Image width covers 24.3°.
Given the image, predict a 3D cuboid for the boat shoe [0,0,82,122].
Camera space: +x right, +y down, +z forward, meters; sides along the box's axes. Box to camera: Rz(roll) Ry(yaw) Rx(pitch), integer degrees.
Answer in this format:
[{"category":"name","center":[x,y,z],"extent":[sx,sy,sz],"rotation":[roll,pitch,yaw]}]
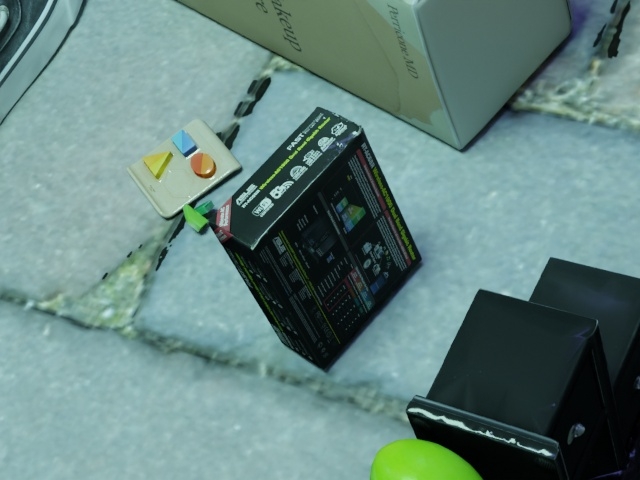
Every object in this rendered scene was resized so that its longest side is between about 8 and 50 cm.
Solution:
[{"category":"boat shoe","center":[-0.261,-0.147,1.031],"extent":[0.108,0.102,0.301],"rotation":[13,60,26]}]

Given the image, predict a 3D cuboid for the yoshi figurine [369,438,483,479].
[{"category":"yoshi figurine","center":[0.124,0.243,0.593],"extent":[0.203,0.203,0.362],"rotation":[-17,59,-27]}]

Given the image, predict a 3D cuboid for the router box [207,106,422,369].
[{"category":"router box","center":[0.000,0.000,0.824],"extent":[0.038,0.122,0.092],"rotation":[30,68,38]}]

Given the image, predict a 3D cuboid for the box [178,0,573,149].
[{"category":"box","center":[-0.001,-0.199,0.958],"extent":[0.311,0.148,0.121],"rotation":[31,70,35]}]

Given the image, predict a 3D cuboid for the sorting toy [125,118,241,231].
[{"category":"sorting toy","center":[-0.083,-0.041,0.952],"extent":[0.062,0.012,0.083],"rotation":[-34,52,-8]}]

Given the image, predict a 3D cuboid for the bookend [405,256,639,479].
[{"category":"bookend","center":[0.119,0.066,0.716],"extent":[0.072,0.156,0.157],"rotation":[15,60,27]}]
